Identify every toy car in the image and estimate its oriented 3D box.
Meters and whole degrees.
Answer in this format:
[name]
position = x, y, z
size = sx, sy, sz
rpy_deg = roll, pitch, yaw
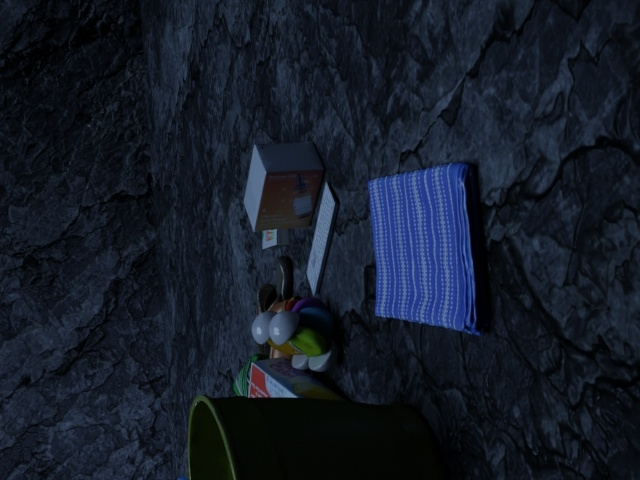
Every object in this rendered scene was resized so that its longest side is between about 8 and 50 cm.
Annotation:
[toy car]
position = -0.038, 0.182, 1.675
size = 0.182, 0.159, 0.136
rpy_deg = -11, 45, 60

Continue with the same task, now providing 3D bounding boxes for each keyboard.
[keyboard]
position = 0.000, 0.000, 1.674
size = 0.072, 0.014, 0.256
rpy_deg = -117, 29, -43

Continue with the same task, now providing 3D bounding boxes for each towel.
[towel]
position = 0.150, 0.013, 1.246
size = 0.336, 0.040, 0.243
rpy_deg = 178, 87, -70

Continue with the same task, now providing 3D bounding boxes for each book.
[book]
position = -0.111, -0.032, 1.941
size = 0.144, 0.035, 0.096
rpy_deg = 164, 103, -70

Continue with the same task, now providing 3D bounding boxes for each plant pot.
[plant pot]
position = -0.001, 0.407, 1.304
size = 0.366, 0.352, 0.367
rpy_deg = 175, 90, -69

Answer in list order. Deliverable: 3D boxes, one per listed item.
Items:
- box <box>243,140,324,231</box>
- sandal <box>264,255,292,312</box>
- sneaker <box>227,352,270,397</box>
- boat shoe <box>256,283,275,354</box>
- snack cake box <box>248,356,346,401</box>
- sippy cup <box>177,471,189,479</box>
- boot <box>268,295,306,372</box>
[box]
position = -0.079, -0.112, 1.686
size = 0.171, 0.130, 0.091
rpy_deg = 105, 152, -45
[sandal]
position = -0.103, 0.146, 1.918
size = 0.090, 0.060, 0.220
rpy_deg = -141, 49, -62
[sneaker]
position = -0.112, 0.392, 1.916
size = 0.343, 0.134, 0.146
rpy_deg = 42, 114, 48
[boat shoe]
position = -0.129, 0.194, 2.010
size = 0.060, 0.064, 0.178
rpy_deg = -126, 36, -84
[snack cake box]
position = -0.054, 0.365, 1.698
size = 0.264, 0.089, 0.152
rpy_deg = 25, 114, 53
[sippy cup]
position = -0.278, 0.719, 2.281
size = 0.240, 0.224, 0.306
rpy_deg = 139, 118, -68
[boot]
position = -0.057, 0.229, 1.817
size = 0.152, 0.073, 0.197
rpy_deg = -37, 78, 47
